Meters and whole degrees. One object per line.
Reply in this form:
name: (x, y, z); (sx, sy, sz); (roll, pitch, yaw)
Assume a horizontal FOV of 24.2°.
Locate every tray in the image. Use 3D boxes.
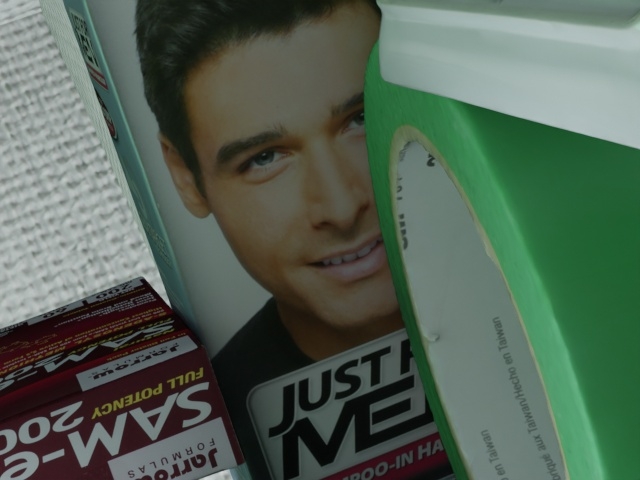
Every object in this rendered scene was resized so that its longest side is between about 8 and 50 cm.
tray: (0.081, -0.111, 0.486); (0.145, 0.030, 0.270); (-68, 19, 4)

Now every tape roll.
tape roll: (0.106, 0.050, 0.684); (0.321, 0.077, 0.321); (163, 90, -84)

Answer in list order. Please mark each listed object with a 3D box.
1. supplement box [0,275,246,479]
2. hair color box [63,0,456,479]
supplement box: (-0.135, 0.091, 0.864); (0.239, 0.130, 0.073); (-153, 44, -73)
hair color box: (0.000, 0.000, 0.877); (0.113, 0.185, 0.374); (-141, 31, -70)
